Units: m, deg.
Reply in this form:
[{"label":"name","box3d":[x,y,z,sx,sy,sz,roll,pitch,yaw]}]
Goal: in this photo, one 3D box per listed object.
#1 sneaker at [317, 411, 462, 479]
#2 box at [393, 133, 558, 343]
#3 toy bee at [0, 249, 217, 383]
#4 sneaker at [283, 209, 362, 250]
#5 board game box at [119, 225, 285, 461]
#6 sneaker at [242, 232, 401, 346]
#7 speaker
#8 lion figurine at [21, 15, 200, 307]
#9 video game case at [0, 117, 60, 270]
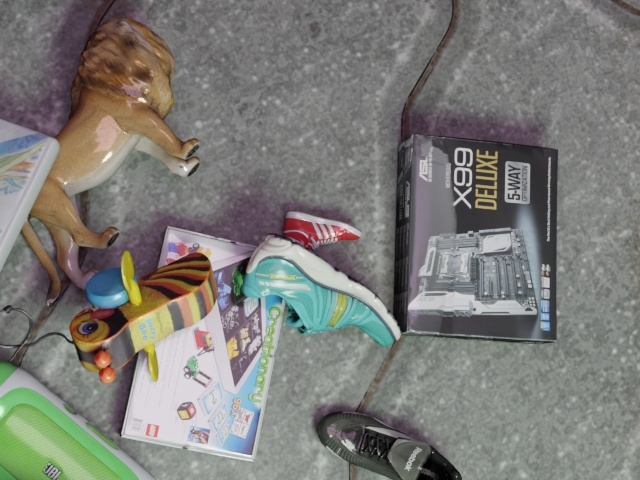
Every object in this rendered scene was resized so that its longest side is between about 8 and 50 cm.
[{"label":"sneaker","box3d":[0.110,0.310,1.635,0.234,0.106,0.078,28,74,-9]},{"label":"box","box3d":[0.240,0.000,1.735,0.243,0.076,0.307,5,80,-14]},{"label":"toy bee","box3d":[-0.263,0.125,1.491,0.298,0.162,0.195,-36,128,-2]},{"label":"sneaker","box3d":[0.000,0.000,1.689,0.119,0.042,0.067,13,74,-5]},{"label":"board game box","box3d":[-0.161,0.149,1.617,0.193,0.053,0.305,14,78,-11]},{"label":"sneaker","box3d":[0.001,0.089,1.627,0.275,0.107,0.110,32,87,-30]},{"label":"speaker","box3d":[-0.349,0.296,1.507,0.296,0.131,0.131,41,74,-5]},{"label":"lion figurine","box3d":[-0.323,-0.121,1.575,0.240,0.142,0.392,40,79,7]},{"label":"video game case","box3d":[-0.549,-0.038,1.485,0.300,0.036,0.328,20,73,6]}]
